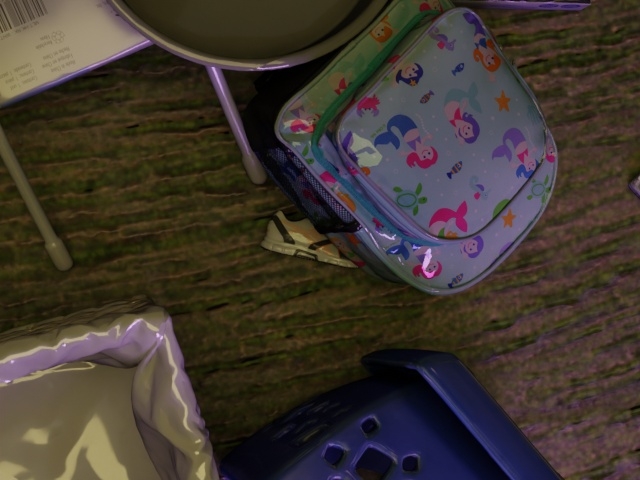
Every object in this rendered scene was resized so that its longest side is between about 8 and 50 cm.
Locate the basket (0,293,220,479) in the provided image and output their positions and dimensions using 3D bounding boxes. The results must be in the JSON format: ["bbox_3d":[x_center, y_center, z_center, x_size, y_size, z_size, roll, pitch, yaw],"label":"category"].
[{"bbox_3d":[-0.243,0.240,1.199,0.328,0.266,0.331,-16,94,-5],"label":"basket"}]

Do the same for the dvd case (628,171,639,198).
[{"bbox_3d":[0.435,-0.073,1.389,0.221,0.018,0.164,-44,95,-3],"label":"dvd case"}]

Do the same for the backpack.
[{"bbox_3d":[0.090,-0.081,1.263,0.225,0.191,0.253,-45,115,-15],"label":"backpack"}]

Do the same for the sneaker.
[{"bbox_3d":[0.000,0.000,1.336,0.109,0.040,0.043,14,88,-6],"label":"sneaker"}]

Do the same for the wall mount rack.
[{"bbox_3d":[-0.204,-0.153,1.276,0.350,0.130,0.304,-24,90,-5],"label":"wall mount rack"}]

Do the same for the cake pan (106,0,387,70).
[{"bbox_3d":[-0.068,-0.283,1.206,0.293,0.054,0.293,1,83,-11],"label":"cake pan"}]

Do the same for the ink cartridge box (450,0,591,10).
[{"bbox_3d":[0.152,-0.271,1.343,0.207,0.046,0.097,0,90,-5],"label":"ink cartridge box"}]

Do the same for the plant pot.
[{"bbox_3d":[0.072,0.225,1.256,0.212,0.236,0.236,-42,95,-10],"label":"plant pot"}]
